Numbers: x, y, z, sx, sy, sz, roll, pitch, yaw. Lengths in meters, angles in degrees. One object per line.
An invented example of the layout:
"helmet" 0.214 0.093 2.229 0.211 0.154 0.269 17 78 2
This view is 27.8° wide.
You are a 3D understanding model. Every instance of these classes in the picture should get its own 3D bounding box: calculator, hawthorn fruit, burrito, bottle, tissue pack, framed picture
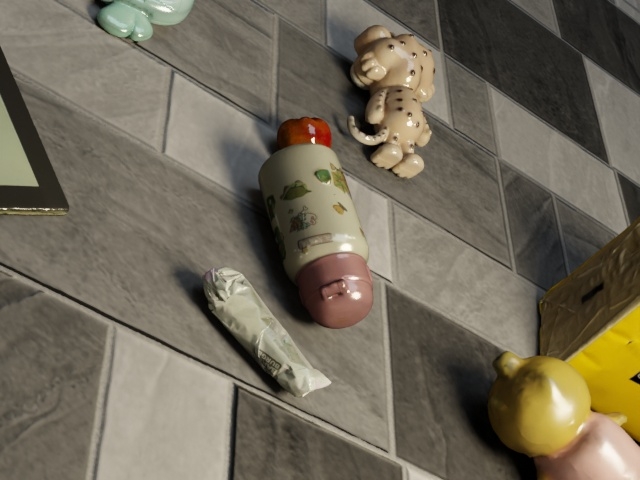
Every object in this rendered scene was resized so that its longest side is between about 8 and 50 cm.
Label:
"calculator" -0.257 -0.406 1.860 0.184 0.042 0.295 22 54 -24
"hawthorn fruit" -0.023 -0.131 1.875 0.081 0.081 0.093 1 84 -49
"burrito" -0.071 0.114 1.576 0.203 0.064 0.064 49 33 -1
"bottle" 0.000 0.000 1.721 0.120 0.120 0.253 14 47 -41
"tissue pack" 0.576 0.173 2.044 0.382 0.293 0.228 34 30 -20
"framed picture" -0.460 -0.139 1.430 0.347 0.016 0.265 0 56 -50

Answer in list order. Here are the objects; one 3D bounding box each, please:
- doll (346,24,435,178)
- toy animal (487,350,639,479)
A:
"doll" 0.118 -0.231 2.111 0.154 0.119 0.278 30 47 -25
"toy animal" 0.333 0.269 1.786 0.195 0.169 0.281 -41 86 -22
